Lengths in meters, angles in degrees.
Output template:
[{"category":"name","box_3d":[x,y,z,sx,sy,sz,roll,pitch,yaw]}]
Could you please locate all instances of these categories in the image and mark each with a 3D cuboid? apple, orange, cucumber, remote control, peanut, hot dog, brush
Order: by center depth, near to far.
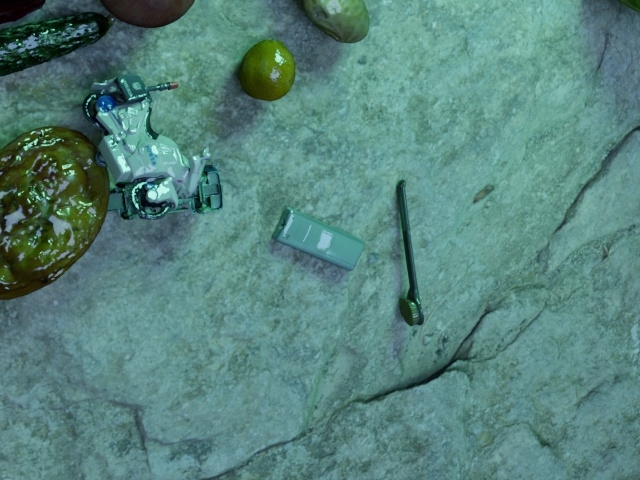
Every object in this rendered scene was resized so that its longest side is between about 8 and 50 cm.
[{"category":"cucumber","box_3d":[-0.420,-0.261,1.609,0.294,0.067,0.067,-25,117,-25]},{"category":"apple","box_3d":[-0.238,-0.373,1.635,0.153,0.120,0.153,-4,100,-27]},{"category":"hot dog","box_3d":[-0.415,-0.041,1.654,0.272,0.122,0.196,-38,114,-11]},{"category":"orange","box_3d":[-0.080,-0.259,1.789,0.085,0.085,0.095,12,94,-32]},{"category":"peanut","box_3d":[0.009,-0.389,1.789,0.099,0.099,0.214,-32,119,-17]},{"category":"remote control","box_3d":[0.000,0.000,1.952,0.162,0.029,0.061,22,94,-33]},{"category":"brush","box_3d":[0.148,0.024,2.035,0.027,0.062,0.266,-13,108,-18]}]

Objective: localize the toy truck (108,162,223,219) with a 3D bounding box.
[{"category":"toy truck","box_3d":[-0.237,-0.074,1.780,0.175,0.081,0.067,-8,110,-7]}]

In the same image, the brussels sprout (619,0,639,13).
[{"category":"brussels sprout","box_3d":[0.623,-0.508,2.008,0.328,0.247,0.327,-2,95,-18]}]

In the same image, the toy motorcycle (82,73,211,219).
[{"category":"toy motorcycle","box_3d":[-0.244,-0.138,1.681,0.150,0.102,0.221,-21,77,-34]}]

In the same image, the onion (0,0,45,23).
[{"category":"onion","box_3d":[-0.432,-0.391,1.513,0.314,0.146,0.280,-5,113,-32]}]
